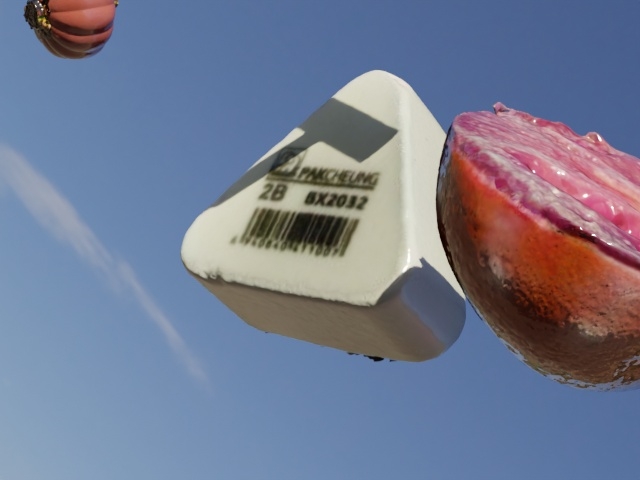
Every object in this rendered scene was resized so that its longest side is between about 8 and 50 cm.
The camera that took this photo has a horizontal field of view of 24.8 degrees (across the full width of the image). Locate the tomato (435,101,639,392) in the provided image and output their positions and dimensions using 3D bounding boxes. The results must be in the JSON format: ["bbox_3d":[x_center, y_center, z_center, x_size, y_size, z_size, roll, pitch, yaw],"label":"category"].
[{"bbox_3d":[0.224,0.016,1.303,0.290,0.335,0.176,36,-65,18],"label":"tomato"}]

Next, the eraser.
[{"bbox_3d":[0.000,0.000,1.645,0.331,0.331,0.150,26,-13,47],"label":"eraser"}]

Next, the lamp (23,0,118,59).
[{"bbox_3d":[-0.253,-0.236,1.475,0.107,0.092,0.107,27,-54,46],"label":"lamp"}]
